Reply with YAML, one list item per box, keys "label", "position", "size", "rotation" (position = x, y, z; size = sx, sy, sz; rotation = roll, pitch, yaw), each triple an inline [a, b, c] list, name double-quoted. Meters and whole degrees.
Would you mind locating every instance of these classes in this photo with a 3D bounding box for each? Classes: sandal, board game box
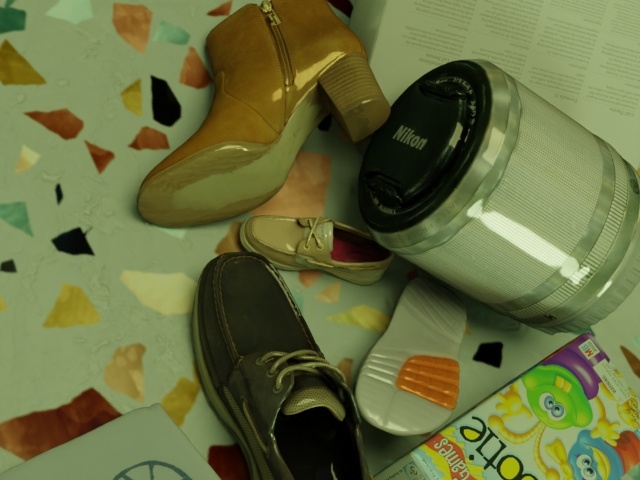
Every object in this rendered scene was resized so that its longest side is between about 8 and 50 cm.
- label: "sandal"
  position: [0.094, 0.136, 1.596]
  size: [0.102, 0.076, 0.265]
  rotation: [30, 33, 0]
- label: "board game box"
  position: [0.189, 0.230, 1.549]
  size: [0.275, 0.144, 0.142]
  rotation: [-29, 80, -37]

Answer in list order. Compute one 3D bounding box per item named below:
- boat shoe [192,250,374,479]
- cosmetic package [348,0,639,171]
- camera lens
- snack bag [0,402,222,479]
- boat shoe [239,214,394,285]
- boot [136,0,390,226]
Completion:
- label: "boat shoe"
  position: [-0.018, 0.162, 1.481]
  size: [0.132, 0.130, 0.355]
  rotation: [-11, 71, -32]
- label: "cosmetic package"
  position: [0.223, -0.235, 1.747]
  size: [0.377, 0.097, 0.284]
  rotation: [12, 100, -23]
- label: "camera lens"
  position: [0.194, -0.046, 1.626]
  size: [0.274, 0.219, 0.219]
  rotation: [29, 53, -29]
- label: "snack bag"
  position: [-0.193, 0.308, 1.282]
  size: [0.342, 0.037, 0.323]
  rotation: [-22, 51, -30]
- label: "boat shoe"
  position: [0.000, 0.000, 1.621]
  size: [0.170, 0.059, 0.063]
  rotation: [12, 59, -23]
- label: "boot"
  position: [-0.088, -0.147, 1.634]
  size: [0.295, 0.104, 0.211]
  rotation: [-26, 50, -9]
